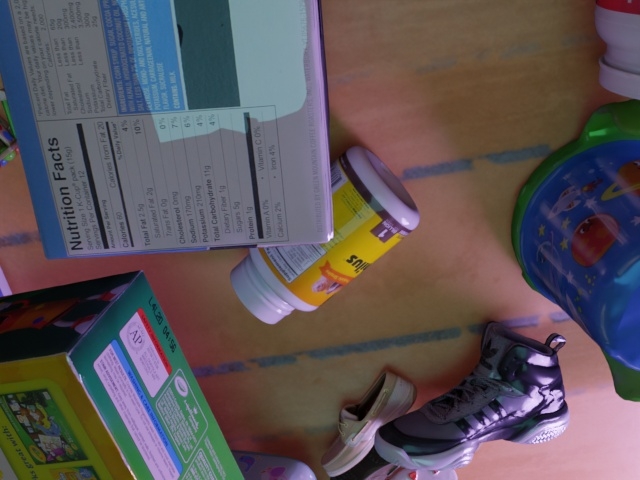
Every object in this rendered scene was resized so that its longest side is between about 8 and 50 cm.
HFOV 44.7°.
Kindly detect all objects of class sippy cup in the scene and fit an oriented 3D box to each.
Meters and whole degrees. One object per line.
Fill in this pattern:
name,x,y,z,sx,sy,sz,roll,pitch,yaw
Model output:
sippy cup,0.348,0.022,0.849,0.240,0.224,0.305,-42,109,17

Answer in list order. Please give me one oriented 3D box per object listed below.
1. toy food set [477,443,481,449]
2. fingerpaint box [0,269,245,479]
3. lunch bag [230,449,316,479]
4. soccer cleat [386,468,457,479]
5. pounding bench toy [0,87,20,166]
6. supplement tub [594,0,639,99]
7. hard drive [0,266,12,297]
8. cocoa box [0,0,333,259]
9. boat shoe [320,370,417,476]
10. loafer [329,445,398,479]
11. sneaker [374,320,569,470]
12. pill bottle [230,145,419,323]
toy food set,0.184,0.271,1.070,0.082,0.020,0.083,30,111,-13
fingerpaint box,-0.295,0.282,0.901,0.370,0.163,0.445,-11,114,23
lunch bag,-0.106,0.424,1.068,0.223,0.108,0.279,1,114,18
soccer cleat,0.099,0.366,1.094,0.196,0.076,0.068,-27,84,-8
pounding bench toy,-0.360,-0.121,0.870,0.083,0.052,0.065,-35,110,14
supplement tub,0.365,-0.279,0.731,0.191,0.191,0.273,-1,114,0
hard drive,-0.510,0.001,0.930,0.210,0.040,0.319,-12,114,4
cocoa box,-0.110,-0.160,0.694,0.227,0.347,0.232,-4,115,2
boat shoe,0.052,0.239,1.036,0.059,0.063,0.170,40,99,-14
loafer,0.078,0.298,1.067,0.148,0.056,0.050,-38,146,7
sneaker,0.191,0.187,0.977,0.268,0.101,0.153,-8,110,-17
pill bottle,0.000,0.000,0.893,0.215,0.117,0.117,-40,109,16
